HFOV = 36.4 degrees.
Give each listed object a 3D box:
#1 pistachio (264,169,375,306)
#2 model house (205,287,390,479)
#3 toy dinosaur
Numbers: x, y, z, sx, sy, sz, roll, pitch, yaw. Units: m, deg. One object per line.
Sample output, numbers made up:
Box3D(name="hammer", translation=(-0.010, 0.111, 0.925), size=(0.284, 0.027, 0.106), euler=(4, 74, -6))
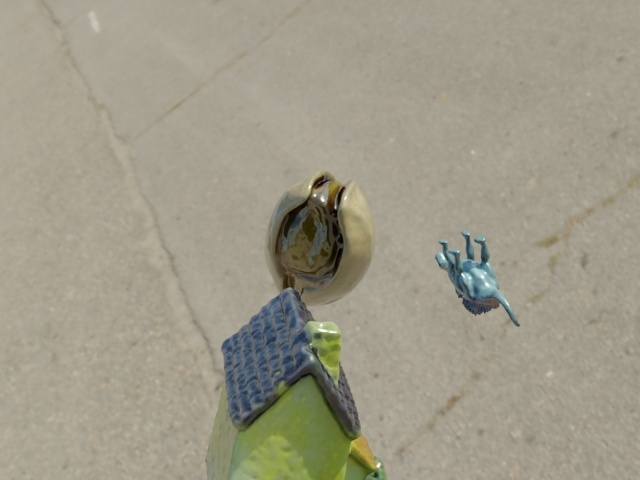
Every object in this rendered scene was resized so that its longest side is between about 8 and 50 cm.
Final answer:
Box3D(name="pistachio", translation=(0.000, 0.000, 1.220), size=(0.238, 0.138, 0.153), euler=(100, -172, -68))
Box3D(name="model house", translation=(-0.012, 0.155, 0.914), size=(0.170, 0.211, 0.194), euler=(7, 17, -9))
Box3D(name="toy dinosaur", translation=(0.160, 0.037, 1.024), size=(0.045, 0.080, 0.197), euler=(-22, 22, -10))
